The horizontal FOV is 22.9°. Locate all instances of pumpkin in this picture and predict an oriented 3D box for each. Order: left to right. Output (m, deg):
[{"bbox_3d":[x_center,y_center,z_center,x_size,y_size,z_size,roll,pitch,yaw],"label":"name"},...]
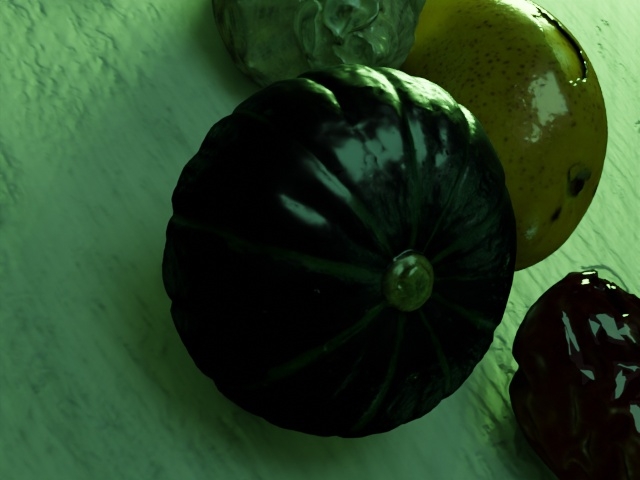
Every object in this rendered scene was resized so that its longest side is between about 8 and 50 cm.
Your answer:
[{"bbox_3d":[0.000,0.000,1.068,0.248,0.248,0.248,25,39,-22],"label":"pumpkin"}]

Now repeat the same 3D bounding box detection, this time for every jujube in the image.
[{"bbox_3d":[0.286,0.164,1.177,0.342,0.216,0.216,42,35,13],"label":"jujube"}]

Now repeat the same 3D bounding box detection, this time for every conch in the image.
[{"bbox_3d":[-0.008,-0.235,1.306,0.159,0.210,0.291,27,20,-46],"label":"conch"}]

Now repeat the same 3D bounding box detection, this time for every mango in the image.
[{"bbox_3d":[0.138,-0.110,1.324,0.160,0.191,0.290,23,34,-36],"label":"mango"}]
